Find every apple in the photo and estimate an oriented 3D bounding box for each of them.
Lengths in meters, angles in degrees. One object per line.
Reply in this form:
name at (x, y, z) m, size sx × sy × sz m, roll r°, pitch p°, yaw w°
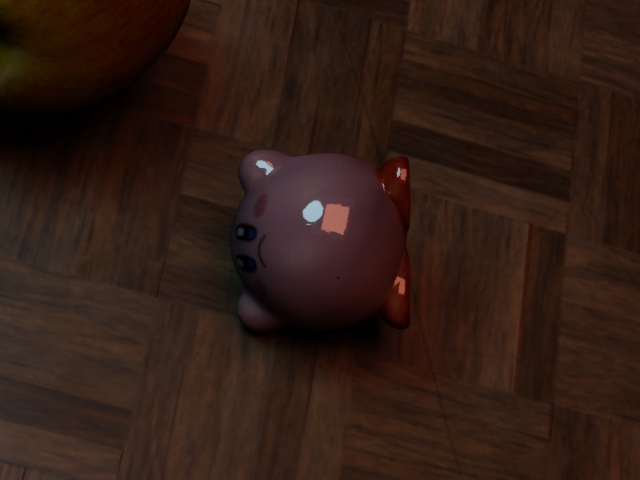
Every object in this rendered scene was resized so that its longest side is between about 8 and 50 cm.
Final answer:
apple at (-0.282, -0.243, 1.735) m, size 0.302 × 0.301 × 0.301 m, roll 8°, pitch 58°, yaw -14°

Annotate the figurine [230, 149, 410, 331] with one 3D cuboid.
figurine at (0.000, 0.000, 1.752) m, size 0.173 × 0.173 × 0.173 m, roll 8°, pitch 58°, yaw -14°
